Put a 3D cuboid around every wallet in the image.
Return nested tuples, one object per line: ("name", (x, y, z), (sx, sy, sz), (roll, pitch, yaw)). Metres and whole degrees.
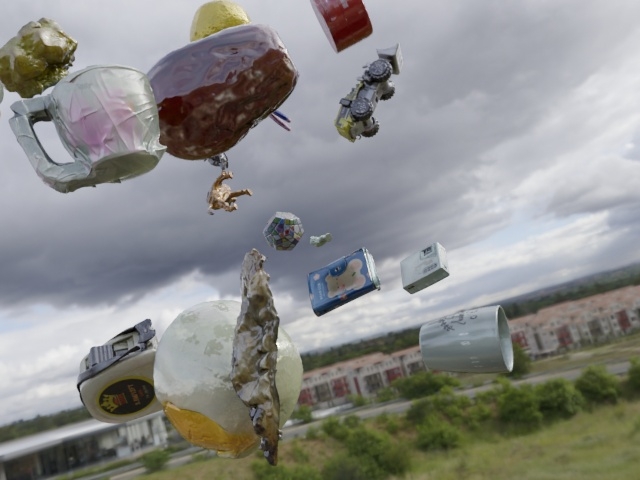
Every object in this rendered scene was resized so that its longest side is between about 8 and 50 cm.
("wallet", (0.064, 0.114, 1.737), (0.202, 0.141, 0.059), (-28, -37, 21))

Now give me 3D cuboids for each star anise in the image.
("star anise", (-0.359, -0.288, 1.922), (0.181, 0.204, 0.061), (17, -61, -34))

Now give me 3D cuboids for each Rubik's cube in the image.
("Rubik's cube", (-0.100, -0.025, 1.690), (0.093, 0.111, 0.111), (-6, -2, 36))

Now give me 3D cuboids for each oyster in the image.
("oyster", (-0.100, 0.184, 0.996), (0.079, 0.344, 0.129), (-1, -8, -25))

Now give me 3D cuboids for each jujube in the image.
("jujube", (-0.203, -0.294, 1.226), (0.318, 0.223, 0.223), (-29, -11, 3))

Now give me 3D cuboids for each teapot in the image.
("teapot", (-0.364, -0.179, 1.011), (0.222, 0.178, 0.163), (-10, -16, -44))

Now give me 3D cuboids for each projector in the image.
("projector", (0.326, 0.089, 1.946), (0.147, 0.115, 0.061), (-31, -51, 29))

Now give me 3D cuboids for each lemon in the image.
("lemon", (-0.360, -0.746, 2.267), (0.234, 0.287, 0.233), (6, -1, 0))

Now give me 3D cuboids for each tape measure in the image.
("tape measure", (-0.506, 0.331, 1.569), (0.232, 0.133, 0.270), (-14, -46, -12))

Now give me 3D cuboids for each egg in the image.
("egg", (-0.163, 0.279, 1.269), (0.337, 0.336, 0.201), (-10, -3, -29))

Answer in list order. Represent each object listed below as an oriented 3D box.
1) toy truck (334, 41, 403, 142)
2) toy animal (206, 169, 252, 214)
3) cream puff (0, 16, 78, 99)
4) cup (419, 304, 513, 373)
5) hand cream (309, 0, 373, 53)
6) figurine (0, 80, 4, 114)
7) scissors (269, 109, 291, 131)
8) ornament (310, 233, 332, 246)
("toy truck", (0.132, -0.405, 1.695), (0.111, 0.285, 0.136), (23, -10, 19))
("toy animal", (-0.297, -0.123, 1.819), (0.116, 0.114, 0.255), (-34, 9, 18))
("cream puff", (-0.843, -0.530, 1.888), (0.282, 0.185, 0.282), (-46, 12, 12))
("cup", (0.429, 0.282, 1.816), (0.234, 0.186, 0.258), (-11, 11, 27))
("hand cream", (0.059, -0.652, 1.798), (0.126, 0.193, 0.193), (-29, -11, 3))
("figurine", (-0.678, -0.279, 1.257), (0.250, 0.166, 0.141), (22, 43, 28))
("scissors", (-0.109, -0.292, 1.427), (0.012, 0.113, 0.039), (-42, -20, -25))
("ornament", (0.002, 0.000, 2.194), (0.092, 0.041, 0.068), (-16, 7, 23))
